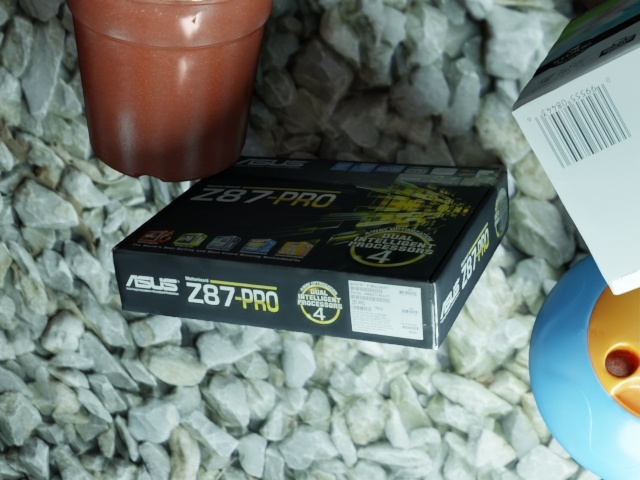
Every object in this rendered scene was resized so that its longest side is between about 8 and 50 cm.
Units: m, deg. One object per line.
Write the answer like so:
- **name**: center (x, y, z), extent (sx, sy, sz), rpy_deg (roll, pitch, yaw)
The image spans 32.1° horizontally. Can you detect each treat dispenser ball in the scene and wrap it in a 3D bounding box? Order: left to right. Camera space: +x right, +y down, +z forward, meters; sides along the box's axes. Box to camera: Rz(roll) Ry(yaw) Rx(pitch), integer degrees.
- **treat dispenser ball**: center (0.380, 0.139, 1.255), extent (0.288, 0.288, 0.288), rpy_deg (10, 117, 20)

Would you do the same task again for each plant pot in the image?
- **plant pot**: center (-0.187, -0.233, 1.366), extent (0.272, 0.272, 0.265), rpy_deg (19, 128, 15)

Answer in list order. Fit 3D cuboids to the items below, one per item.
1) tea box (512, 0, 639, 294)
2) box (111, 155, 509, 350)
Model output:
- **tea box**: center (0.405, -0.158, 1.080), extent (0.329, 0.323, 0.220), rpy_deg (-25, 102, 31)
- **box**: center (0.000, 0.000, 1.344), extent (0.394, 0.318, 0.097), rpy_deg (5, 115, 23)
